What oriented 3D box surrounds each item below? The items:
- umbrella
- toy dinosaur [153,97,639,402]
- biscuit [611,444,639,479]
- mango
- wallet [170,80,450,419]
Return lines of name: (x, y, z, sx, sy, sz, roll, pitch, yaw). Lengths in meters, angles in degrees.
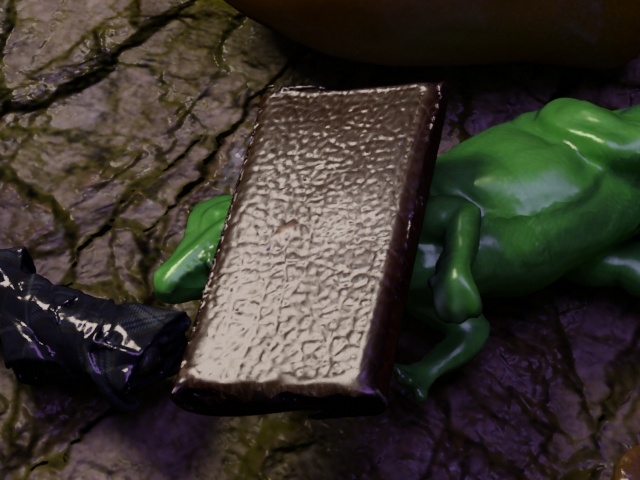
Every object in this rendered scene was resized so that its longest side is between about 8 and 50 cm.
umbrella: (-0.193, 0.048, 0.918, 0.224, 0.071, 0.080, 23, 30, 23)
toy dinosaur: (0.150, -0.064, 1.024, 0.374, 0.144, 0.500, 10, 38, 22)
biscuit: (0.338, 0.167, 0.849, 0.301, 0.049, 0.197, -17, 57, -16)
mango: (0.079, -0.231, 1.088, 0.384, 0.199, 0.221, 18, 43, -3)
wallet: (0.000, 0.000, 0.862, 0.133, 0.039, 0.243, -3, 52, 22)
